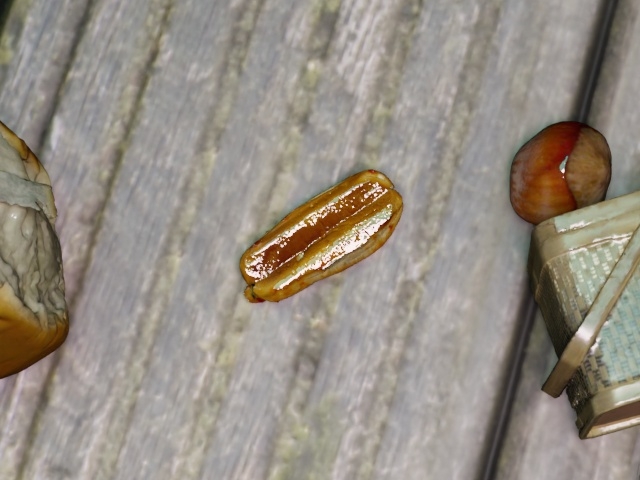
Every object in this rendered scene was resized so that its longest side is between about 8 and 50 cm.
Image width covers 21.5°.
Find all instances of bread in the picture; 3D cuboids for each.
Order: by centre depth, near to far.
[{"bbox_3d":[-0.318,-0.008,1.216,0.279,0.250,0.225,6,72,4],"label":"bread"}]

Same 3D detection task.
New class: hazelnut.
[{"bbox_3d":[0.183,-0.050,1.284,0.086,0.086,0.086,-1,75,4],"label":"hazelnut"}]

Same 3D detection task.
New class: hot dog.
[{"bbox_3d":[0.000,0.001,1.299,0.144,0.038,0.062,-35,78,-3],"label":"hot dog"}]

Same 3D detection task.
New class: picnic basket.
[{"bbox_3d":[0.280,0.036,1.203,0.266,0.165,0.139,-17,75,0],"label":"picnic basket"}]

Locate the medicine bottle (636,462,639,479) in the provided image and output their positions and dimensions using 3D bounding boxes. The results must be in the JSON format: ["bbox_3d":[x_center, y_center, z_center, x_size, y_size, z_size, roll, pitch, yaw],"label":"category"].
[{"bbox_3d":[0.330,0.180,1.202,0.203,0.083,0.083,12,76,6],"label":"medicine bottle"}]
